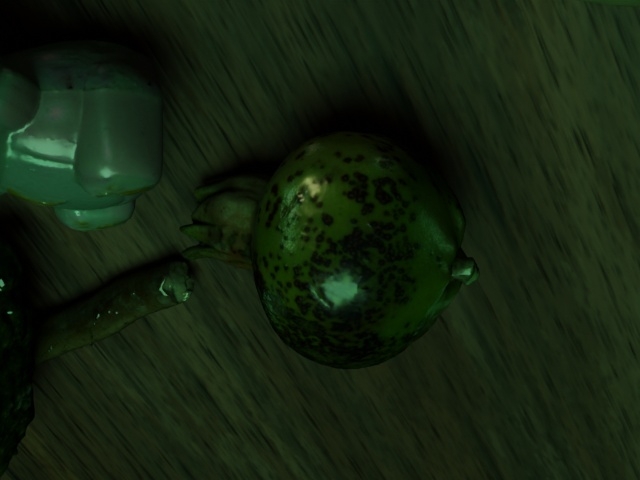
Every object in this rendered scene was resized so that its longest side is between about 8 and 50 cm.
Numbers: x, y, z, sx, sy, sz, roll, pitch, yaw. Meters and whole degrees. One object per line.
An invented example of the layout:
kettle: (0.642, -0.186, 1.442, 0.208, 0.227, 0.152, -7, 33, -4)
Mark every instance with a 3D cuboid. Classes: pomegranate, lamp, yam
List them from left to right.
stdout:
lamp: (-0.297, -0.129, 1.059, 0.301, 0.247, 0.247, 4, 167, -21)
yam: (-0.239, 0.081, 1.324, 0.241, 0.057, 0.057, -24, 123, 25)
pomegranate: (0.010, -0.005, 1.154, 0.204, 0.276, 0.222, -12, 116, -33)

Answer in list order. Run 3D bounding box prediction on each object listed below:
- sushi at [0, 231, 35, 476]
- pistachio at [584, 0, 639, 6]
sushi: (-0.462, 0.131, 1.295, 0.294, 0.178, 0.352, 20, 131, 10)
pistachio: (0.208, -0.333, 0.787, 0.445, 0.281, 0.365, 12, 124, -21)
